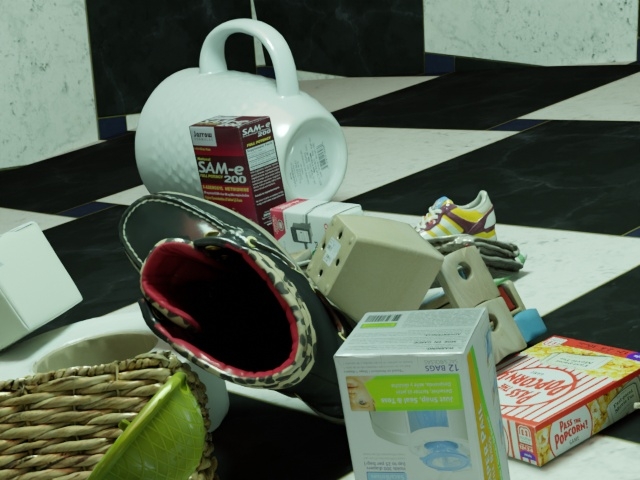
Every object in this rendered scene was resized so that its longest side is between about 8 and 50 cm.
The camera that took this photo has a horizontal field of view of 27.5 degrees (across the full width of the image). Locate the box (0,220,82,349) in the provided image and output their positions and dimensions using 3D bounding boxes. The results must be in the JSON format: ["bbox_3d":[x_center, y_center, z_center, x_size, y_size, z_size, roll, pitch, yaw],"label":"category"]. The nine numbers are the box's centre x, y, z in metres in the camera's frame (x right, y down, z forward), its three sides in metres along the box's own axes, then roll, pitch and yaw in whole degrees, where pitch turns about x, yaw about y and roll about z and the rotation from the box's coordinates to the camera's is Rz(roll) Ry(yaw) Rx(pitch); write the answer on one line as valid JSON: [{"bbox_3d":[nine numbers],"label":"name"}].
[{"bbox_3d":[-0.470,0.111,1.640,0.311,0.121,0.148,-30,3,24],"label":"box"}]

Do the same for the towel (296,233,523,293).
[{"bbox_3d":[0.096,0.040,1.623,0.282,0.049,0.187,-11,-10,29],"label":"towel"}]

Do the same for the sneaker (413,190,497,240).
[{"bbox_3d":[0.158,-0.017,1.840,0.185,0.083,0.069,-16,17,-17],"label":"sneaker"}]

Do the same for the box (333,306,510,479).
[{"bbox_3d":[0.092,0.170,1.109,0.114,0.203,0.103,-3,17,19],"label":"box"}]

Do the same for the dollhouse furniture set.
[{"bbox_3d":[0.180,0.071,1.474,0.184,0.129,0.129,-22,-6,-39],"label":"dollhouse furniture set"}]

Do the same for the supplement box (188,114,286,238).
[{"bbox_3d":[-0.124,-0.077,2.094,0.073,0.239,0.130,-24,19,-39],"label":"supplement box"}]

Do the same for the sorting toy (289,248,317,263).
[{"bbox_3d":[-0.098,0.068,1.895,0.275,0.046,0.132,-13,12,31],"label":"sorting toy"}]

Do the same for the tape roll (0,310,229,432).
[{"bbox_3d":[-0.254,0.175,1.527,0.286,0.100,0.286,-10,15,3],"label":"tape roll"}]

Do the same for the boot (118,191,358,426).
[{"bbox_3d":[-0.106,0.048,1.359,0.377,0.138,0.284,41,2,21],"label":"boot"}]

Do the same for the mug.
[{"bbox_3d":[-0.127,-0.207,2.327,0.328,0.374,0.276,13,22,43],"label":"mug"}]

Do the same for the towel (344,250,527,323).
[{"bbox_3d":[0.100,0.067,1.804,0.325,0.038,0.248,-22,20,-38],"label":"towel"}]

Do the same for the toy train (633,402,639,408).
[{"bbox_3d":[0.429,0.127,1.257,0.248,0.105,0.143,-6,5,15],"label":"toy train"}]

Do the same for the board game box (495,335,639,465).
[{"bbox_3d":[0.235,0.161,1.347,0.193,0.045,0.147,-22,18,-35],"label":"board game box"}]

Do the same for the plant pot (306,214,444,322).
[{"bbox_3d":[0.049,0.031,1.392,0.096,0.109,0.109,21,13,-25],"label":"plant pot"}]

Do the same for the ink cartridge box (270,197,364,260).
[{"bbox_3d":[0.000,0.000,1.976,0.063,0.109,0.150,-21,18,-36],"label":"ink cartridge box"}]

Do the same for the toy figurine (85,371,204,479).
[{"bbox_3d":[-0.137,0.294,0.965,0.217,0.191,0.362,30,48,14],"label":"toy figurine"}]

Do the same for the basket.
[{"bbox_3d":[-0.248,0.252,1.255,0.299,0.223,0.213,-11,-18,1],"label":"basket"}]
